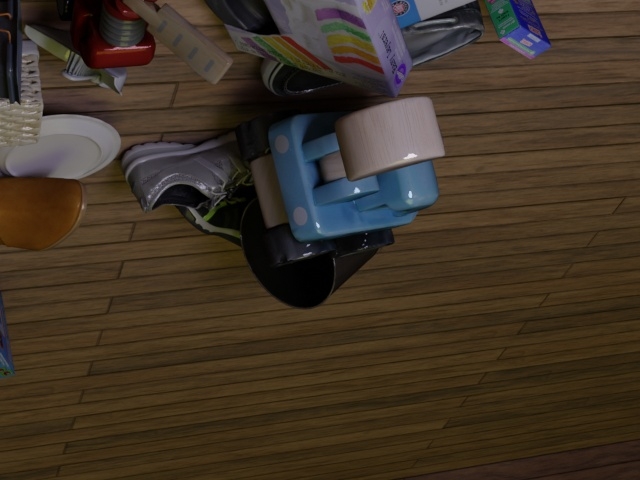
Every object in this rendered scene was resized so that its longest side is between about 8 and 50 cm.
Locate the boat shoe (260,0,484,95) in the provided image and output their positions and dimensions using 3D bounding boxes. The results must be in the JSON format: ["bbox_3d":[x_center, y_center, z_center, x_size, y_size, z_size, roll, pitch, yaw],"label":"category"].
[{"bbox_3d":[0.073,-0.276,2.053,0.335,0.119,0.121,-25,151,13],"label":"boat shoe"}]

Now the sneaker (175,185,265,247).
[{"bbox_3d":[-0.154,-0.059,2.387,0.097,0.084,0.235,-53,143,11],"label":"sneaker"}]

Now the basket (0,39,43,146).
[{"bbox_3d":[-0.455,-0.190,1.924,0.167,0.103,0.113,-8,151,-20],"label":"basket"}]

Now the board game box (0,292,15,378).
[{"bbox_3d":[-0.552,0.112,2.352,0.039,0.160,0.211,-14,152,-4],"label":"board game box"}]

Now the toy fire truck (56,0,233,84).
[{"bbox_3d":[-0.218,-0.273,1.757,0.158,0.246,0.217,-6,150,-19],"label":"toy fire truck"}]

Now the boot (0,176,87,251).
[{"bbox_3d":[-0.497,-0.052,2.080,0.295,0.104,0.211,-11,158,43],"label":"boot"}]

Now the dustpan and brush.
[{"bbox_3d":[-0.309,-0.232,1.951,0.060,0.147,0.211,-61,171,13],"label":"dustpan and brush"}]

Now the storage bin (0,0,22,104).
[{"bbox_3d":[-0.425,-0.245,1.823,0.091,0.135,0.098,-2,150,-9],"label":"storage bin"}]

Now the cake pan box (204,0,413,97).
[{"bbox_3d":[-0.028,-0.302,1.860,0.267,0.070,0.246,21,161,21],"label":"cake pan box"}]

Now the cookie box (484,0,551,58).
[{"bbox_3d":[0.281,-0.327,2.092,0.040,0.107,0.092,-33,148,27],"label":"cookie box"}]

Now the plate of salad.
[{"bbox_3d":[-0.393,-0.138,2.109,0.200,0.048,0.200,-12,155,-6],"label":"plate of salad"}]

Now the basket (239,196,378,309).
[{"bbox_3d":[0.000,0.000,2.409,0.154,0.204,0.227,-41,169,29],"label":"basket"}]

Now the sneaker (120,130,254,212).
[{"bbox_3d":[-0.165,-0.094,2.249,0.281,0.115,0.105,-9,151,-15],"label":"sneaker"}]

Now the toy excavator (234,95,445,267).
[{"bbox_3d":[0.068,-0.116,2.029,0.445,0.222,0.433,-19,174,40],"label":"toy excavator"}]

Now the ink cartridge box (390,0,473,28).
[{"bbox_3d":[0.170,-0.415,1.846,0.307,0.129,0.223,-20,151,6],"label":"ink cartridge box"}]
